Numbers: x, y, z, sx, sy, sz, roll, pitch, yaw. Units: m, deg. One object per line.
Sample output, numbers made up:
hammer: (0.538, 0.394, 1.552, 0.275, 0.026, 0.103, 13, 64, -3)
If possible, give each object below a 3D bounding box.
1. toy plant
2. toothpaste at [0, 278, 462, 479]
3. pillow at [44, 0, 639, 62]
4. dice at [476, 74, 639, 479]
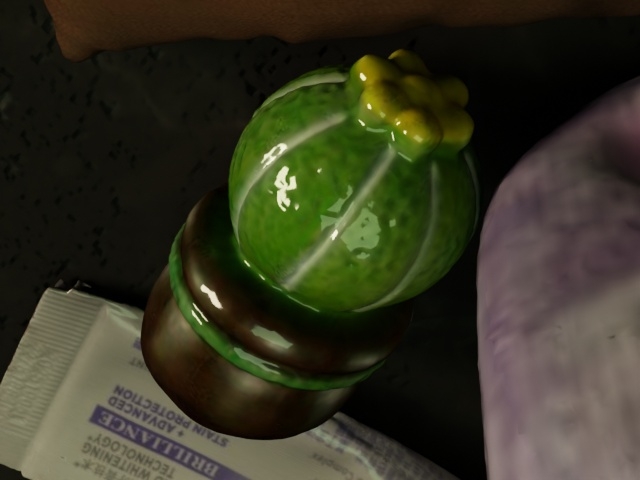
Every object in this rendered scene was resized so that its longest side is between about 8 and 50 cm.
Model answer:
toy plant: (0.000, 0.000, 0.655, 0.093, 0.093, 0.162, 24, 130, -15)
toothpaste: (-0.004, 0.112, 0.768, 0.282, 0.068, 0.099, 26, 96, -9)
pillow: (0.031, -0.179, 0.514, 0.308, 0.108, 0.305, -3, 132, 8)
dice: (0.201, 0.098, 0.611, 0.270, 0.271, 0.270, -8, 126, 9)
